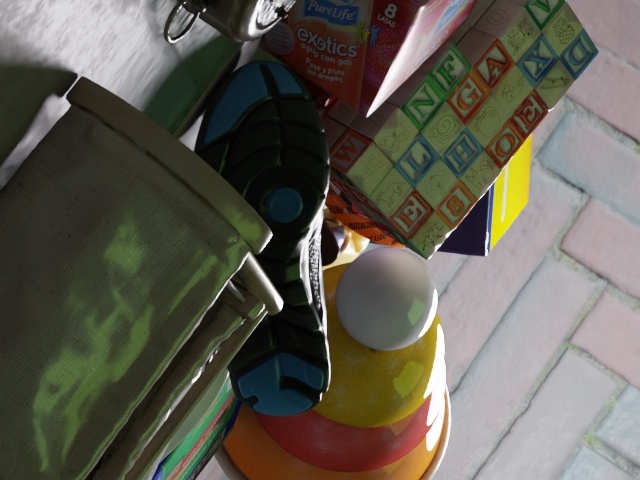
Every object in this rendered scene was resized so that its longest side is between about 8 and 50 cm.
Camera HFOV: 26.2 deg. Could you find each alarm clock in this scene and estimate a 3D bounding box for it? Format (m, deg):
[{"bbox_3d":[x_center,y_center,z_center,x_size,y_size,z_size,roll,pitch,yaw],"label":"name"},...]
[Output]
[{"bbox_3d":[-0.050,-0.192,0.963,0.192,0.064,0.129,-46,168,-37],"label":"alarm clock"}]

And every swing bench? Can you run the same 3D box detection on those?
[{"bbox_3d":[-0.162,0.067,0.949,0.253,0.165,0.255,-54,172,-13],"label":"swing bench"}]

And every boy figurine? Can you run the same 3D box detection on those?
[{"bbox_3d":[0.000,0.000,1.898,0.177,0.092,0.285,-25,180,11],"label":"boy figurine"}]

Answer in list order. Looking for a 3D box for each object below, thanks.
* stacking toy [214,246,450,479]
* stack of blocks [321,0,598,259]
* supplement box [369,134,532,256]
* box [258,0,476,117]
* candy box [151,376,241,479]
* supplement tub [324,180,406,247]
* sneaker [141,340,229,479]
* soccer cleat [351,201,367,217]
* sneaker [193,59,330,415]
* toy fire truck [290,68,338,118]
[{"bbox_3d":[0.046,0.133,1.723,0.350,0.350,0.480,-52,172,-30],"label":"stacking toy"},{"bbox_3d":[0.139,-0.150,1.443,0.297,0.087,0.171,-50,132,-5],"label":"stack of blocks"},{"bbox_3d":[0.198,-0.122,2.078,0.356,0.194,0.195,-39,134,-67],"label":"supplement box"},{"bbox_3d":[0.068,-0.238,1.255,0.257,0.122,0.128,-47,167,-50],"label":"box"},{"bbox_3d":[-0.196,0.226,1.577,0.268,0.122,0.317,-53,173,-31],"label":"candy box"},{"bbox_3d":[0.138,-0.167,1.687,0.338,0.207,0.207,-60,172,31],"label":"supplement tub"},{"bbox_3d":[-0.249,0.223,1.239,0.447,0.169,0.257,-63,164,-4],"label":"sneaker"},{"bbox_3d":[0.093,-0.173,1.512,0.116,0.108,0.318,-43,146,-57],"label":"soccer cleat"},{"bbox_3d":[-0.058,-0.009,1.276,0.140,0.125,0.341,-102,-169,-65],"label":"sneaker"},{"bbox_3d":[-0.010,-0.148,1.443,0.192,0.047,0.135,-49,171,-41],"label":"toy fire truck"}]
